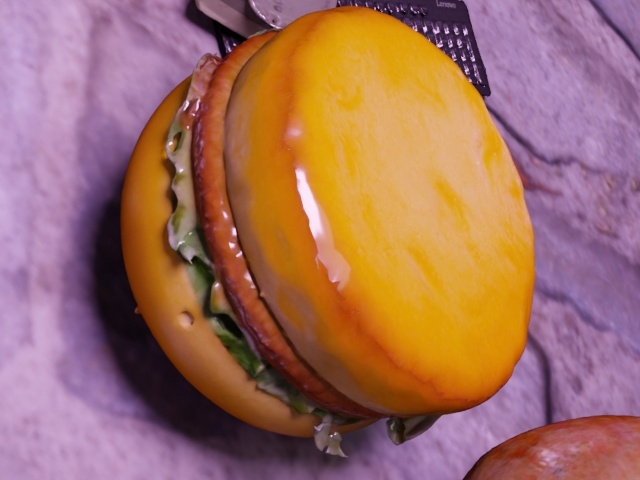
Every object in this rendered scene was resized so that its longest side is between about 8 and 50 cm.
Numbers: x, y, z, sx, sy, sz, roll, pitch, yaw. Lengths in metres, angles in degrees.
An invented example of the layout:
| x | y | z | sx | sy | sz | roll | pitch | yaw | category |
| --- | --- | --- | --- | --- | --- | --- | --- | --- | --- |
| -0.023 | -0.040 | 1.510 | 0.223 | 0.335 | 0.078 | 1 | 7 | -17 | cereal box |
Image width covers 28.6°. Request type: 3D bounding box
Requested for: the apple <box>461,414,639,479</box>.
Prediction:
| x | y | z | sx | sy | sz | roll | pitch | yaw | category |
| --- | --- | --- | --- | --- | --- | --- | --- | --- | --- |
| 0.191 | 0.256 | 0.687 | 0.301 | 0.301 | 0.302 | 17 | 61 | -35 | apple |

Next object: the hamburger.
| x | y | z | sx | sy | sz | roll | pitch | yaw | category |
| --- | --- | --- | --- | --- | --- | --- | --- | --- | --- |
| -0.001 | 0.001 | 0.693 | 0.246 | 0.170 | 0.246 | 28 | 52 | -44 | hamburger |

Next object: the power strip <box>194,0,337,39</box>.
| x | y | z | sx | sy | sz | roll | pitch | yaw | category |
| --- | --- | --- | --- | --- | --- | --- | --- | --- | --- |
| -0.020 | -0.232 | 0.855 | 0.092 | 0.034 | 0.268 | 27 | 51 | -23 | power strip |

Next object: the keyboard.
| x | y | z | sx | sy | sz | roll | pitch | yaw | category |
| --- | --- | --- | --- | --- | --- | --- | --- | --- | --- |
| 0.027 | -0.143 | 0.884 | 0.250 | 0.017 | 0.087 | -5 | 76 | -41 | keyboard |
